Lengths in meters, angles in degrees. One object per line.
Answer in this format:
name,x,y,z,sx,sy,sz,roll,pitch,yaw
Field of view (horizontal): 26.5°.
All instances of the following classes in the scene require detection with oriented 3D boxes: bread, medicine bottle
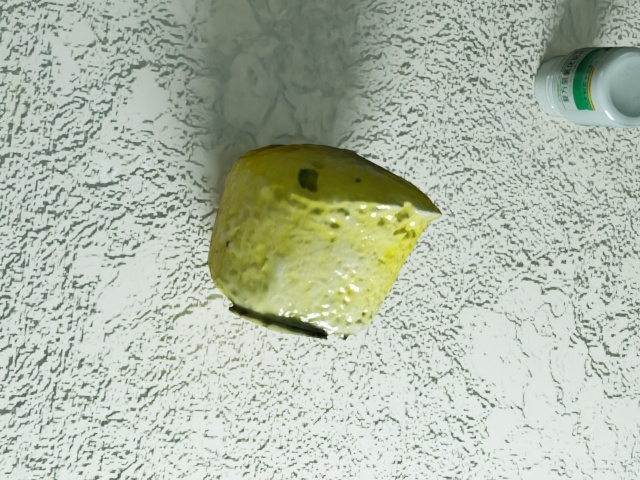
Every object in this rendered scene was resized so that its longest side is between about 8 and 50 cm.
bread,-0.002,-0.003,1.239,0.197,0.197,0.170,18,94,-24
medicine bottle,0.277,-0.155,1.367,0.080,0.130,0.080,-3,98,-24
